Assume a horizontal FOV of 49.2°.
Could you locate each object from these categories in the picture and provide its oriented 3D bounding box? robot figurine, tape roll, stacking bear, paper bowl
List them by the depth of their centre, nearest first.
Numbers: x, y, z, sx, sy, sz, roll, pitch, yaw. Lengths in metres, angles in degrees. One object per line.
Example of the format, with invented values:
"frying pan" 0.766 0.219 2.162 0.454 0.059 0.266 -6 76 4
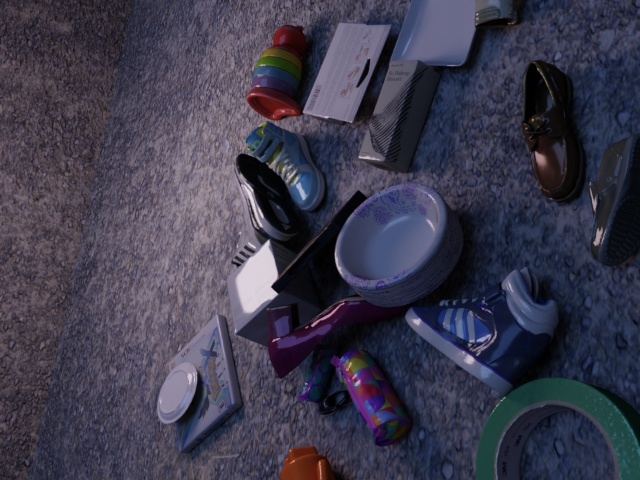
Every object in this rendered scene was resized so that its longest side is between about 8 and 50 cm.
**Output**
"tape roll" 0.423 0.404 1.219 0.321 0.077 0.321 -24 57 43
"paper bowl" 0.186 0.022 1.582 0.284 0.148 0.284 -23 42 23
"robot figurine" -0.020 0.588 1.625 0.158 0.128 0.219 -36 46 13
"stacking bear" -0.125 -0.560 2.262 0.175 0.164 0.288 0 69 50

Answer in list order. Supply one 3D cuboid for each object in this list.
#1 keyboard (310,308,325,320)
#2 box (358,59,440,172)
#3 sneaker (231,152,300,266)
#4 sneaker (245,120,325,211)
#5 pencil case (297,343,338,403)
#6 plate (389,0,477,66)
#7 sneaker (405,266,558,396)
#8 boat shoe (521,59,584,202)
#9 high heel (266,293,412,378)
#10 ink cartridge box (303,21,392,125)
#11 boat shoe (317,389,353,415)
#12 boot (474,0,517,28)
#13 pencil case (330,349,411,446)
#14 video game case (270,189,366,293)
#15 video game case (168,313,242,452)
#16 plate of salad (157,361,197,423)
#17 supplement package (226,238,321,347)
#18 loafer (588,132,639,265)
"keyboard" -0.059 0.212 1.936 0.256 0.014 0.072 7 79 52
"box" 0.202 -0.319 1.799 0.113 0.094 0.275 14 85 52
"sneaker" -0.219 -0.070 2.134 0.257 0.169 0.447 -58 32 25
"sneaker" -0.117 -0.224 2.048 0.127 0.208 0.319 -47 44 24
"pencil case" -0.007 0.334 1.771 0.065 0.070 0.151 17 88 28
"plate" 0.323 -0.570 1.809 0.278 0.045 0.277 17 86 52
"sneaker" 0.336 0.145 1.420 0.236 0.130 0.323 -55 34 1
"boat shoe" 0.460 -0.227 1.438 0.111 0.105 0.307 -24 56 42
"high heel" 0.048 0.229 1.695 0.378 0.127 0.181 -10 88 24
"ink cartridge box" 0.092 -0.481 2.028 0.261 0.066 0.296 26 95 52
"boat shoe" 0.031 0.399 1.722 0.125 0.038 0.046 -30 52 39
"boot" 0.456 -0.589 1.629 0.213 0.077 0.164 -7 80 26
"pencil case" 0.113 0.354 1.598 0.104 0.104 0.236 -55 41 17
"video game case" 0.000 0.000 1.808 0.248 0.035 0.275 -46 2 26
"video game case" -0.369 0.444 2.185 0.300 0.036 0.328 -45 44 28
"plate of salad" -0.443 0.480 2.192 0.200 0.048 0.199 -30 43 32
"supplement package" -0.132 0.149 1.919 0.194 0.149 0.203 -42 40 22
"loafer" 0.546 -0.072 1.291 0.087 0.094 0.251 0 69 62
